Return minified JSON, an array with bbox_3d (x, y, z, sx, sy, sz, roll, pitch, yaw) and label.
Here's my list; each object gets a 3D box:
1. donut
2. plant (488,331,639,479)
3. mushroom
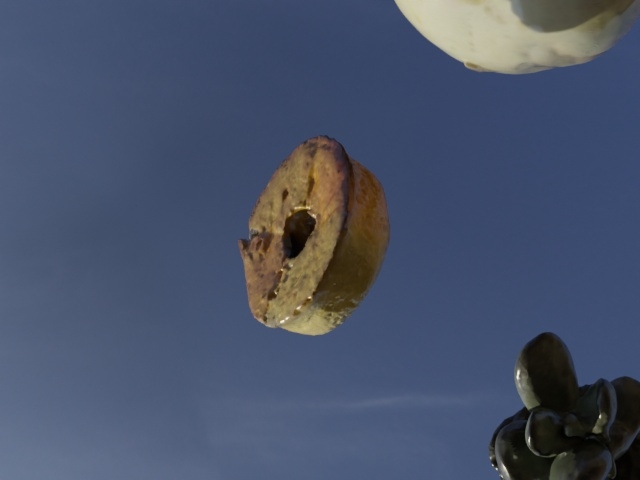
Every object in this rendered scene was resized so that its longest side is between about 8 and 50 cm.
[{"bbox_3d":[0.000,0.001,0.932,0.074,0.190,0.174,25,-66,-30],"label":"donut"},{"bbox_3d":[0.230,0.191,0.889,0.149,0.274,0.146,-32,-122,1],"label":"plant"},{"bbox_3d":[0.216,-0.350,1.021,0.314,0.314,0.336,42,-129,-9],"label":"mushroom"}]
